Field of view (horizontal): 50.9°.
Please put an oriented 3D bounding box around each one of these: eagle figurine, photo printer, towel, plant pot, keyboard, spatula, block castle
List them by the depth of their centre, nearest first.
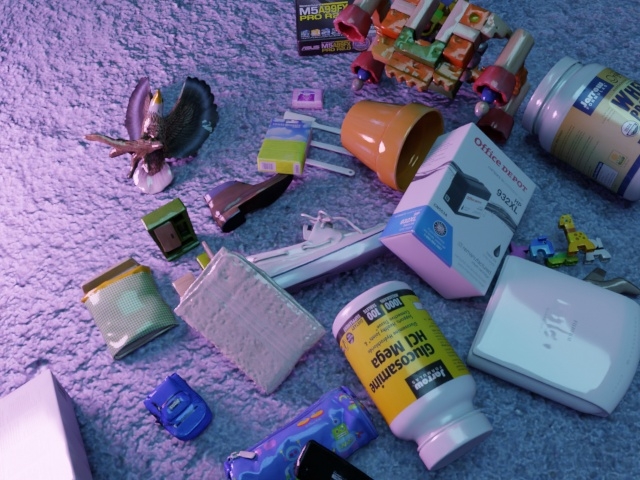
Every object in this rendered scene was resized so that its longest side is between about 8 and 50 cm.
[{"bbox_3d":[0.018,0.449,1.237,0.192,0.038,0.100,41,63,-25],"label":"keyboard"},{"bbox_3d":[0.480,0.193,1.355,0.307,0.107,0.256,22,70,16],"label":"photo printer"},{"bbox_3d":[-0.149,0.163,1.395,0.282,0.049,0.187,41,96,5],"label":"towel"},{"bbox_3d":[0.158,-0.242,1.587,0.187,0.205,0.205,28,66,29],"label":"plant pot"},{"bbox_3d":[0.264,-0.414,1.601,0.453,0.303,0.213,30,85,19],"label":"block castle"},{"bbox_3d":[-0.405,-0.289,1.684,0.226,0.225,0.298,43,29,-17],"label":"eagle figurine"},{"bbox_3d":[-0.007,-0.238,1.697,0.241,0.019,0.168,17,58,12],"label":"spatula"}]

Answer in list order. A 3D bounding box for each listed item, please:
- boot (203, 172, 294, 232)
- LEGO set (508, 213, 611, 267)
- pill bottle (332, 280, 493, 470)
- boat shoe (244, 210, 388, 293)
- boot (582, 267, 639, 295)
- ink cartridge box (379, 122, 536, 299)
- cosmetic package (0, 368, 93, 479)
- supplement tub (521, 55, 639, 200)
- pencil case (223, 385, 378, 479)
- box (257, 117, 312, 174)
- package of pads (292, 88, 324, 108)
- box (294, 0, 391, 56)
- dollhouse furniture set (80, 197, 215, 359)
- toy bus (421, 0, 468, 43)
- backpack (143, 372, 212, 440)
[{"bbox_3d":[-0.174,-0.123,1.605,0.219,0.082,0.106,-36,67,-13],"label":"boot"},{"bbox_3d":[0.522,0.001,1.481,0.227,0.087,0.093,-7,61,-1],"label":"LEGO set"},{"bbox_3d":[0.178,0.259,1.300,0.187,0.188,0.334,-27,62,-11],"label":"pill bottle"},{"bbox_3d":[-0.001,0.002,1.486,0.366,0.136,0.157,-22,78,-1],"label":"boat shoe"},{"bbox_3d":[0.614,0.115,1.440,0.118,0.042,0.087,29,73,20],"label":"boot"},{"bbox_3d":[0.302,-0.062,1.450,0.223,0.129,0.308,40,65,-17],"label":"ink cartridge box"},{"bbox_3d":[-0.574,0.431,1.214,0.284,0.098,0.377,-30,31,-14],"label":"cosmetic package"},{"bbox_3d":[0.649,-0.262,1.539,0.316,0.228,0.228,38,69,22],"label":"supplement tub"},{"bbox_3d":[-0.042,0.394,1.276,0.306,0.133,0.119,-30,22,-13],"label":"pencil case"},{"bbox_3d":[-0.084,-0.231,1.640,0.108,0.042,0.178,6,43,6],"label":"box"},{"bbox_3d":[-0.032,-0.372,1.763,0.083,0.032,0.050,2,59,6],"label":"package of pads"},{"bbox_3d":[0.064,-0.624,1.883,0.269,0.060,0.216,-4,61,2],"label":"box"},{"bbox_3d":[-0.377,0.085,1.462,0.301,0.151,0.198,-32,63,-13],"label":"dollhouse furniture set"},{"bbox_3d":[0.325,-0.605,1.824,0.104,0.202,0.191,27,54,-15],"label":"toy bus"},{"bbox_3d":[-0.285,0.338,1.343,0.120,0.101,0.098,41,77,20],"label":"backpack"}]
